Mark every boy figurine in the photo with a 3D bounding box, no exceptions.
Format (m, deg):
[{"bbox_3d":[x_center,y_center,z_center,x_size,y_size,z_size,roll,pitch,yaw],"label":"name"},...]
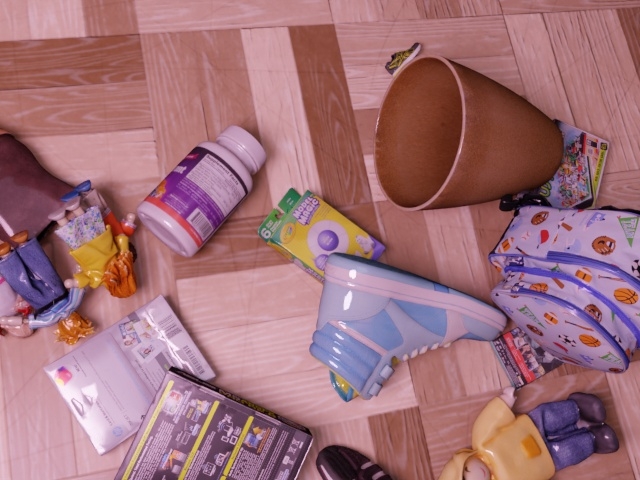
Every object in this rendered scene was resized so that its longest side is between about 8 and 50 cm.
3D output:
[{"bbox_3d":[0.295,0.311,1.037,0.285,0.092,0.177,-14,81,-19],"label":"boy figurine"}]

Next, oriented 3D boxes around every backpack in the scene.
[{"bbox_3d":[0.400,0.063,1.005,0.276,0.263,0.213,36,69,-22],"label":"backpack"}]

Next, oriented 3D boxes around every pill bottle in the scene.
[{"bbox_3d":[-0.170,-0.078,1.032,0.108,0.108,0.193,39,70,0],"label":"pill bottle"}]

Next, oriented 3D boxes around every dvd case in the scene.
[{"bbox_3d":[0.342,0.178,1.125,0.119,0.013,0.087,-24,81,-17],"label":"dvd case"}]

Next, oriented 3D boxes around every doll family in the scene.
[{"bbox_3d":[-0.345,0.050,0.935,0.263,0.118,0.163,-38,118,-19],"label":"doll family"}]

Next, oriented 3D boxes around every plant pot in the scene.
[{"bbox_3d":[0.251,-0.155,1.108,0.254,0.237,0.237,4,73,-28],"label":"plant pot"}]

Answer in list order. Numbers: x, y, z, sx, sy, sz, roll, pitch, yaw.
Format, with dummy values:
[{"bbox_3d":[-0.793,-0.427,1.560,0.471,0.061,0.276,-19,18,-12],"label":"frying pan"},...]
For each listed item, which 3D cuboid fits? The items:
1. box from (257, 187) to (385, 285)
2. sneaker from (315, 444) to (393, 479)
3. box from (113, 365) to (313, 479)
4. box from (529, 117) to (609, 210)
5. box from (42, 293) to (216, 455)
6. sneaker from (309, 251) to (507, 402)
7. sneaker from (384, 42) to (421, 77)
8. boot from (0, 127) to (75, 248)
[{"bbox_3d":[0.000,0.000,1.084,0.179,0.043,0.105,35,70,1],"label":"box"},{"bbox_3d":[0.071,0.428,0.951,0.281,0.106,0.162,39,110,26],"label":"sneaker"},{"bbox_3d":[-0.162,0.334,0.914,0.216,0.060,0.270,25,82,-4],"label":"box"},{"bbox_3d":[0.427,-0.100,1.211,0.114,0.036,0.207,22,71,-6],"label":"box"},{"bbox_3d":[-0.264,0.186,0.972,0.186,0.038,0.145,-34,84,-20],"label":"box"},{"bbox_3d":[0.121,0.153,1.039,0.319,0.127,0.208,18,92,-22],"label":"sneaker"},{"bbox_3d":[0.144,-0.321,1.213,0.035,0.031,0.083,38,70,0],"label":"sneaker"},{"bbox_3d":[-0.492,-0.046,0.958,0.207,0.090,0.248,38,66,2],"label":"boot"}]
